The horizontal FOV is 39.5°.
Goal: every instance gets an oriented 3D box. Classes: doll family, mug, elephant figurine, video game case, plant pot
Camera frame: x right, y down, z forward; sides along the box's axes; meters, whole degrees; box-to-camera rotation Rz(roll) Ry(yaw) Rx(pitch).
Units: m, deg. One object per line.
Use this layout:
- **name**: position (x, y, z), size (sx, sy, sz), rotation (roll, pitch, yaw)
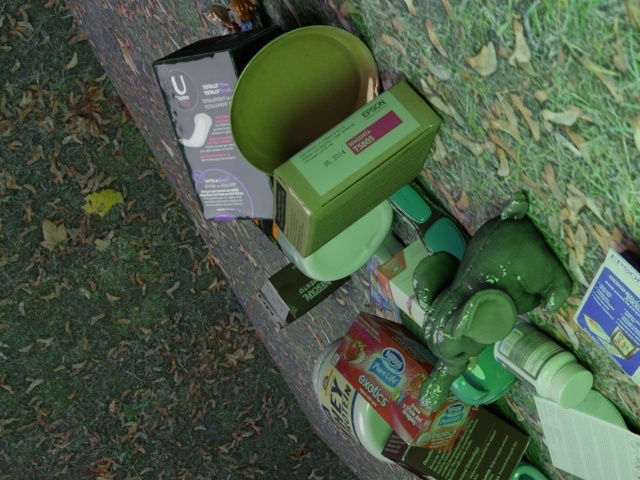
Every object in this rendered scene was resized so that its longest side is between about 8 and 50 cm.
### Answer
- **doll family**: position (-0.110, -0.338, 1.551), size (0.163, 0.118, 0.263), rotation (62, -176, -49)
- **mug**: position (0.257, 0.216, 1.459), size (0.097, 0.158, 0.129), rotation (50, 151, 1)
- **elephant figurine**: position (0.200, 0.088, 1.179), size (0.186, 0.239, 0.169), rotation (55, 166, 2)
- **video game case**: position (0.190, 0.143, 1.706), size (0.244, 0.061, 0.269), rotation (47, 163, 25)
- **plant pot**: position (-0.025, -0.200, 1.280), size (0.032, 0.236, 0.236), rotation (50, 166, 46)

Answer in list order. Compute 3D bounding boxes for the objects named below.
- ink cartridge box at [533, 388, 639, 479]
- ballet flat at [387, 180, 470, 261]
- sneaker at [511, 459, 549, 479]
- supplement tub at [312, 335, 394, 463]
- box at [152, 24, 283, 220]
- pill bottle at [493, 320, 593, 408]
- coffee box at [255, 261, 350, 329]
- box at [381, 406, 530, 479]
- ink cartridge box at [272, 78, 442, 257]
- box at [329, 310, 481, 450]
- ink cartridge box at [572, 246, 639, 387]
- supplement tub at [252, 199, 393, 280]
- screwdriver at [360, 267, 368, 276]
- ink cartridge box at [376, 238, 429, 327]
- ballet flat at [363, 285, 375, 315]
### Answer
- **ink cartridge box**: position (0.443, 0.309, 1.327), size (0.232, 0.066, 0.189), rotation (13, 140, 38)
- **ballet flat**: position (0.177, -0.024, 1.399), size (0.188, 0.070, 0.070), rotation (54, 166, 13)
- **sneaker**: position (0.451, 0.585, 1.713), size (0.366, 0.135, 0.150), rotation (52, 169, 7)
- **supplement tub**: position (0.130, 0.340, 1.993), size (0.235, 0.235, 0.325), rotation (59, 165, -16)
- **box**: position (-0.124, -0.181, 1.401), size (0.165, 0.143, 0.270), rotation (0, 117, 34)
- **pill bottle**: position (0.328, 0.183, 1.313), size (0.137, 0.078, 0.078), rotation (40, 159, 47)
- **coffee box**: position (-0.050, 0.118, 2.219), size (0.119, 0.168, 0.297), rotation (54, 166, 4)
- **box**: position (0.258, 0.398, 1.725), size (0.203, 0.167, 0.168), rotation (32, 167, -3)
- **ink cartridge box**: position (0.046, -0.098, 1.274), size (0.088, 0.234, 0.193), rotation (50, 165, 14)
- **box**: position (0.152, 0.251, 1.612), size (0.128, 0.123, 0.257), rotation (21, -165, -43)
- **ink cartridge box**: position (0.391, 0.113, 1.010), size (0.206, 0.045, 0.208), rotation (49, 166, 23)
- **supplement tub**: position (-0.043, -0.098, 1.625), size (0.338, 0.207, 0.207), rotation (44, 162, 38)
- **screwdriver**: position (0.079, 0.049, 1.954), size (0.170, 0.024, 0.025), rotation (42, 133, 23)
- **ink cartridge box**: position (0.197, 0.087, 1.444), size (0.198, 0.115, 0.067), rotation (43, 161, 42)
- **ballet flat**: position (0.121, 0.148, 1.948), size (0.052, 0.057, 0.168), rotation (5, 141, 10)
